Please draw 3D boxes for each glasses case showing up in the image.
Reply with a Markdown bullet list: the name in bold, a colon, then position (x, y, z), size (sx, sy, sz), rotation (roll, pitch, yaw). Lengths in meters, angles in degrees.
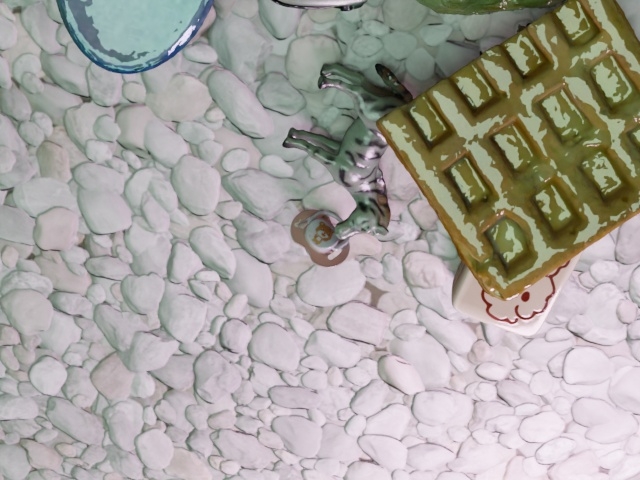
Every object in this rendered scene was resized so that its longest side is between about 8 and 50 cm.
- **glasses case**: position (0.307, -0.024, 1.377), size (0.144, 0.076, 0.336), rotation (19, 121, 0)

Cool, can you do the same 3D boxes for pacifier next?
- **pacifier**: position (0.000, 0.000, 1.465), size (0.099, 0.081, 0.078), rotation (48, 154, 9)

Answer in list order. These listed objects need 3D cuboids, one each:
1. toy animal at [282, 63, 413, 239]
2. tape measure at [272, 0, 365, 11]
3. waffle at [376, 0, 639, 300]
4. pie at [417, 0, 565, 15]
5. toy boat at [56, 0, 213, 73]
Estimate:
- **toy animal**: position (0.032, -0.130, 1.367), size (0.170, 0.089, 0.255), rotation (9, 124, 0)
- **tape measure**: position (-0.024, -0.384, 1.193), size (0.235, 0.115, 0.207), rotation (-2, 120, -8)
- **waffle**: position (0.288, -0.120, 1.231), size (0.348, 0.077, 0.304), rotation (-34, 98, 11)
- **pie**: position (0.217, -0.372, 1.184), size (0.248, 0.090, 0.201), rotation (-4, 116, 9)
- **toy boat**: position (-0.233, -0.381, 1.266), size (0.215, 0.123, 0.329), rotation (9, 113, -11)
